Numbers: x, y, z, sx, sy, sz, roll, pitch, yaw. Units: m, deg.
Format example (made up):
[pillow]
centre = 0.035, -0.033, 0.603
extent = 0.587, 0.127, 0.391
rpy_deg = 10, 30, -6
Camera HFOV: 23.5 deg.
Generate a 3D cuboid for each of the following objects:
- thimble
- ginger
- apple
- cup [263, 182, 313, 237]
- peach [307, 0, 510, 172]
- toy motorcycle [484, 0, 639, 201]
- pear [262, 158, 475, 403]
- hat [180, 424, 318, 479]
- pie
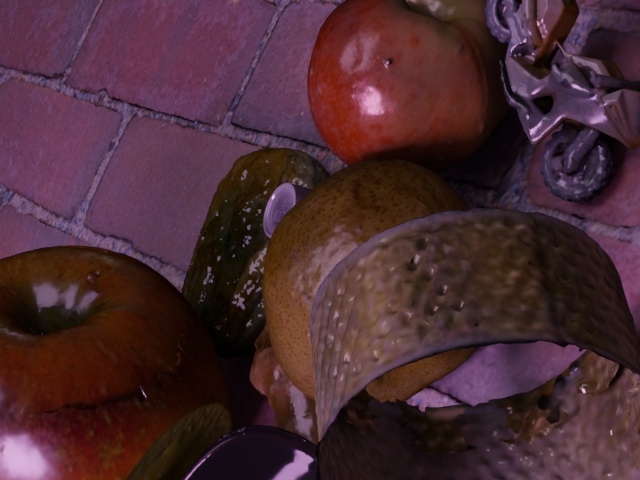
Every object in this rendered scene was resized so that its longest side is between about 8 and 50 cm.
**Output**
[thimble]
centre = 0.120, 0.113, 1.201
extent = 0.271, 0.271, 0.150
rpy_deg = -42, 35, 31
[ginger]
centre = 0.009, 0.176, 1.505
extent = 0.131, 0.086, 0.294
rpy_deg = -38, 45, 16
[apple]
centre = -0.268, 0.203, 1.613
extent = 0.374, 0.374, 0.384
rpy_deg = -51, 26, 18
[cup]
centre = 0.000, 0.000, 1.619
extent = 0.074, 0.116, 0.104
rpy_deg = 4, 77, 59
[peach]
centre = 0.090, -0.145, 1.523
extent = 0.232, 0.232, 0.232
rpy_deg = -36, 40, 37
[toy motorcycle]
centre = 0.231, -0.154, 1.390
extent = 0.130, 0.094, 0.229
rpy_deg = -32, 68, 39
[pear]
centre = 0.047, 0.035, 1.435
extent = 0.228, 0.188, 0.211
rpy_deg = -33, 43, 17
[hat]
centre = -0.077, 0.348, 1.448
extent = 0.336, 0.209, 0.238
rpy_deg = -43, 51, 0
[pie]
centre = -0.086, 0.009, 1.769
extent = 0.277, 0.078, 0.277
rpy_deg = -36, 39, 35
